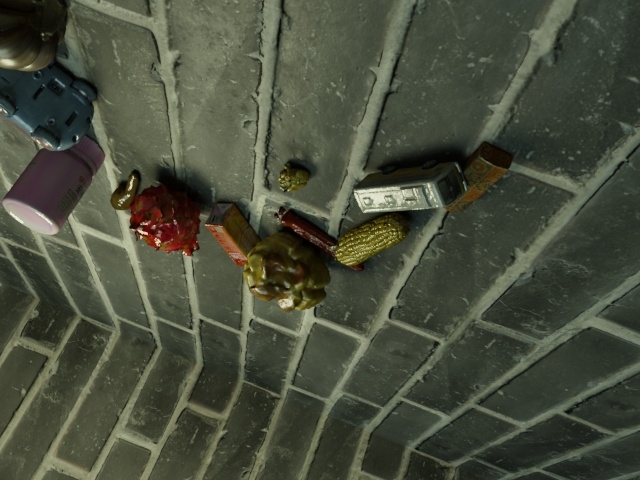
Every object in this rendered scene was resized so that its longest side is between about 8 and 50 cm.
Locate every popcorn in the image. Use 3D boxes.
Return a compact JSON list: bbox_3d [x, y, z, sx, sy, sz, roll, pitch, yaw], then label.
[{"bbox_3d":[-0.077,-0.154,1.717,0.084,0.084,0.084,17,151,10],"label":"popcorn"},{"bbox_3d":[-0.090,0.104,2.043,0.265,0.225,0.332,26,175,18],"label":"popcorn"}]

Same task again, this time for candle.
[{"bbox_3d":[0.000,0.000,1.958,0.329,0.048,0.051,34,-169,-20],"label":"candle"}]

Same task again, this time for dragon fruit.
[{"bbox_3d":[-0.468,-0.058,2.041,0.205,0.210,0.268,-24,128,18],"label":"dragon fruit"}]

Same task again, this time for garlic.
[{"bbox_3d":[-0.679,-0.462,1.494,0.191,0.214,0.160,-1,154,19],"label":"garlic"}]

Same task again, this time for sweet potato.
[{"bbox_3d":[-0.640,-0.146,2.141,0.075,0.075,0.269,33,146,-18],"label":"sweet potato"}]

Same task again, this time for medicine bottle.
[{"bbox_3d":[-0.796,-0.179,1.966,0.178,0.290,0.178,17,150,10],"label":"medicine bottle"}]

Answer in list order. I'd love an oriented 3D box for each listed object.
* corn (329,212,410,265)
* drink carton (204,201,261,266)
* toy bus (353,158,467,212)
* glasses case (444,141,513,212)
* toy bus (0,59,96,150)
[{"bbox_3d":[0.138,-0.007,1.798,0.106,0.106,0.293,34,145,-19],"label":"corn"},{"bbox_3d":[-0.269,-0.016,2.068,0.071,0.096,0.223,5,147,29],"label":"drink carton"},{"bbox_3d":[0.201,-0.120,1.510,0.268,0.106,0.092,-1,122,47],"label":"toy bus"},{"bbox_3d":[0.342,-0.135,1.479,0.075,0.049,0.218,26,151,-5],"label":"glasses case"},{"bbox_3d":[-0.766,-0.370,1.742,0.294,0.197,0.232,41,157,-32],"label":"toy bus"}]
